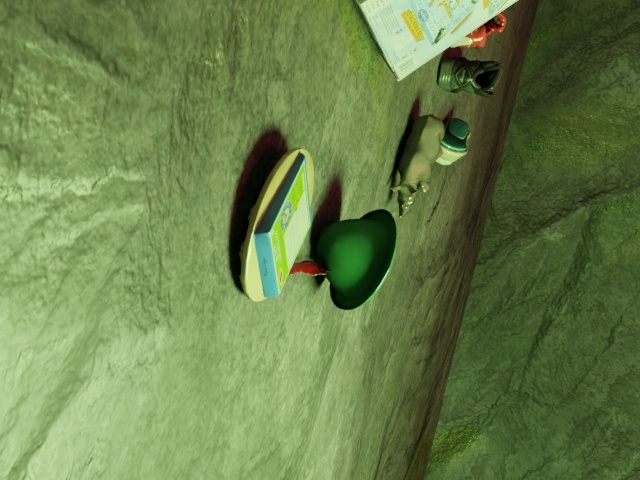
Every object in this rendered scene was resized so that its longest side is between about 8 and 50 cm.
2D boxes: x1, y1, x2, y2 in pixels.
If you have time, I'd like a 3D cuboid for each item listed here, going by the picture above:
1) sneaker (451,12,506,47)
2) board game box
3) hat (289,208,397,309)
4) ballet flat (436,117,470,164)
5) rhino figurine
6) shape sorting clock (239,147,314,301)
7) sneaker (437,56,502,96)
[{"bbox_3d":[0.350,-0.490,2.170,0.279,0.118,0.107,-61,157,-45],"label":"sneaker"},{"bbox_3d":[0.207,-0.403,1.495,0.318,0.066,0.318,-33,164,6],"label":"board game box"},{"bbox_3d":[0.000,0.000,1.518,0.208,0.183,0.173,8,-104,65],"label":"hat"},{"bbox_3d":[0.295,-0.214,2.274,0.248,0.086,0.086,-44,143,-64],"label":"ballet flat"},{"bbox_3d":[0.188,-0.145,1.961,0.106,0.073,0.243,82,27,-59],"label":"rhino figurine"},{"bbox_3d":[-0.056,-0.020,1.280,0.206,0.040,0.206,15,90,-77],"label":"shape sorting clock"},{"bbox_3d":[0.345,-0.365,2.232,0.227,0.130,0.087,-23,125,-73],"label":"sneaker"}]
